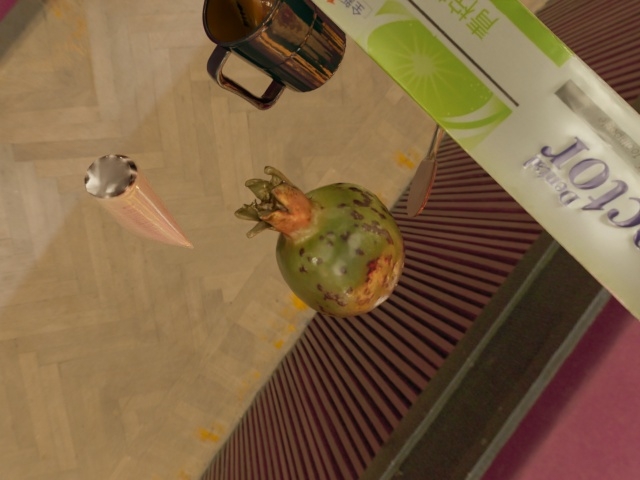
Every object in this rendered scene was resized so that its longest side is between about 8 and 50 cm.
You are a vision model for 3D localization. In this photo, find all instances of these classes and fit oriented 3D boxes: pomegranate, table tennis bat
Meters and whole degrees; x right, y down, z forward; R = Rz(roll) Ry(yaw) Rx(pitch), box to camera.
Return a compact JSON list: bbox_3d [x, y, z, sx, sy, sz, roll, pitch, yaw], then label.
[{"bbox_3d":[0.008,0.015,0.786,0.286,0.231,0.230,6,94,-51],"label":"pomegranate"},{"bbox_3d":[0.287,-0.194,1.313,0.021,0.154,0.274,16,98,-9],"label":"table tennis bat"}]

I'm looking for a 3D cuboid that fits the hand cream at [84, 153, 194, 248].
[{"bbox_3d":[-0.439,-0.071,1.185,0.186,0.358,0.117,10,67,6],"label":"hand cream"}]

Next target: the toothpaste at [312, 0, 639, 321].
[{"bbox_3d":[0.137,-0.073,0.303,0.336,0.067,0.081,45,116,3],"label":"toothpaste"}]

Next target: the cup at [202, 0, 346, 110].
[{"bbox_3d":[-0.106,-0.496,1.199,0.242,0.292,0.307,12,88,34],"label":"cup"}]
